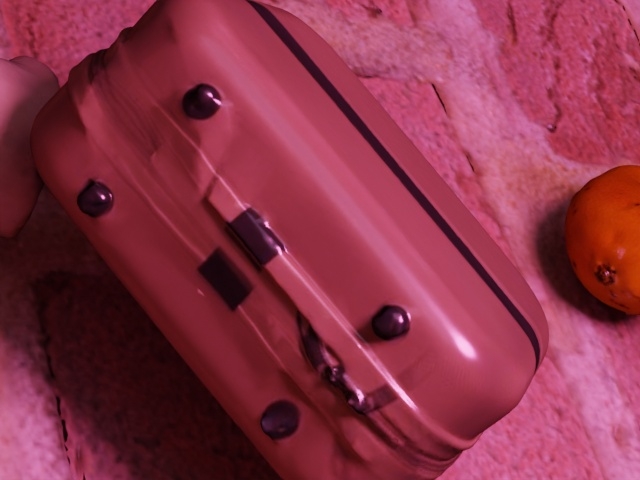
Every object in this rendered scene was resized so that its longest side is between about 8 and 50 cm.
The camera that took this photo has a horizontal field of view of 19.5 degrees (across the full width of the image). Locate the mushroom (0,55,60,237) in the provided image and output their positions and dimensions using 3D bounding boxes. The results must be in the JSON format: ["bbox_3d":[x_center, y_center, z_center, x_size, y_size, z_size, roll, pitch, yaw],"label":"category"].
[{"bbox_3d":[-0.279,-0.108,0.997,0.336,0.314,0.314,23,39,-40],"label":"mushroom"}]

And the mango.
[{"bbox_3d":[0.224,-0.003,1.302,0.105,0.084,0.159,23,21,13],"label":"mango"}]

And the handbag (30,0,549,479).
[{"bbox_3d":[0.000,0.000,1.088,0.302,0.149,0.283,49,14,9],"label":"handbag"}]
